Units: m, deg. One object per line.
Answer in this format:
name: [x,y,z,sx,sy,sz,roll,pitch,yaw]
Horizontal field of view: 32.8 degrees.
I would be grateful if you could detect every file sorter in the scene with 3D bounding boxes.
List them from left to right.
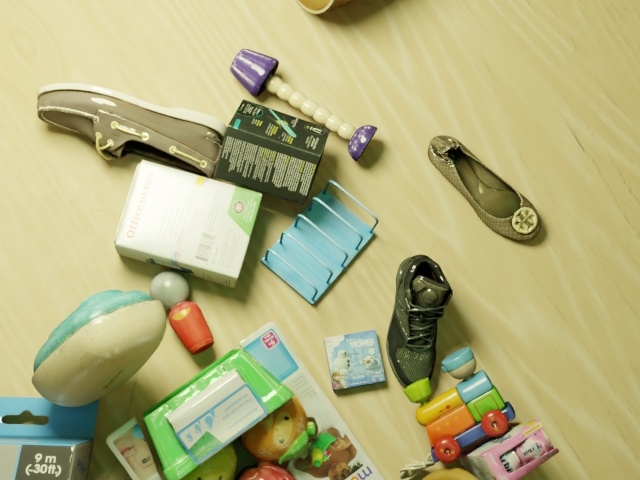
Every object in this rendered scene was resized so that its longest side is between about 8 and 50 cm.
file sorter: [0.000,0.000,1.826,0.118,0.104,0.170,40,77,5]

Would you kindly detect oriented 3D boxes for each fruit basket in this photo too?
fruit basket: [-0.105,0.358,1.706,0.327,0.165,0.353,-34,86,-12]

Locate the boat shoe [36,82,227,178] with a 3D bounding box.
boat shoe: [-0.324,-0.183,1.832,0.324,0.116,0.096,13,73,-9]

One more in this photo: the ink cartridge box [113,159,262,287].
ink cartridge box: [-0.221,-0.027,1.816,0.212,0.093,0.154,16,76,-4]

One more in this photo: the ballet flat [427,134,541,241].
ballet flat: [0.287,-0.094,1.898,0.250,0.058,0.084,45,78,5]

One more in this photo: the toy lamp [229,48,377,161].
toy lamp: [-0.032,-0.242,1.893,0.275,0.080,0.080,33,76,0]

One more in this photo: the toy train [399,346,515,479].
toy train: [0.179,0.290,1.771,0.248,0.105,0.143,-31,87,8]

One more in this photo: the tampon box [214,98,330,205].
tampon box: [-0.080,-0.148,1.827,0.161,0.120,0.101,19,119,0]

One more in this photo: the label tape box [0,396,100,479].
label tape box: [-0.481,0.372,1.628,0.241,0.106,0.333,1,60,4]

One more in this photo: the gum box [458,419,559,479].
gum box: [0.297,0.341,1.733,0.107,0.188,0.062,-30,83,-11]

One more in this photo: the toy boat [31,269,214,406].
toy boat: [-0.311,0.141,1.708,0.318,0.267,0.148,-16,70,-49]

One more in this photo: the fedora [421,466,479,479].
fedora: [0.222,0.459,1.738,0.079,0.194,0.194,10,72,-43]

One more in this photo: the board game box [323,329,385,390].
board game box: [0.057,0.201,1.828,0.090,0.020,0.090,-10,77,-8]

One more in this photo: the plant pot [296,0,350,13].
plant pot: [0.079,-0.544,1.912,0.254,0.237,0.237,-20,80,-24]

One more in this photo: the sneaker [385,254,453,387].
sneaker: [0.162,0.133,1.799,0.087,0.130,0.227,7,82,-4]
